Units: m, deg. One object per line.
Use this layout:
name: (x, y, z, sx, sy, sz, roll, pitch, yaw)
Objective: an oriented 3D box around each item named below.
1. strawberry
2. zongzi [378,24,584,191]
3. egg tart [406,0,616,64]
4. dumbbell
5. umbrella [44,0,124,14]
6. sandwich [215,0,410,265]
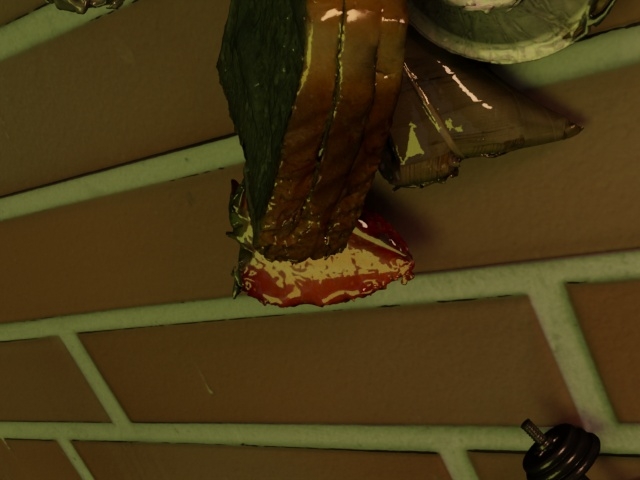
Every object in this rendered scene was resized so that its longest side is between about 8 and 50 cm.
strawberry: (0.003, -0.015, 1.135, 0.228, 0.098, 0.174, -6, 102, 27)
zongzi: (0.130, -0.158, 0.935, 0.197, 0.099, 0.194, -12, 105, 19)
egg tart: (0.141, -0.256, 0.811, 0.234, 0.094, 0.234, 11, 115, 25)
dumbbell: (0.301, 0.280, 1.122, 0.208, 0.099, 0.099, 46, 138, -2)
umbrella: (-0.281, -0.399, 1.010, 0.106, 0.113, 0.357, 31, 147, 43)
sandwich: (-0.019, -0.169, 0.899, 0.099, 0.301, 0.271, -1, 134, -14)
